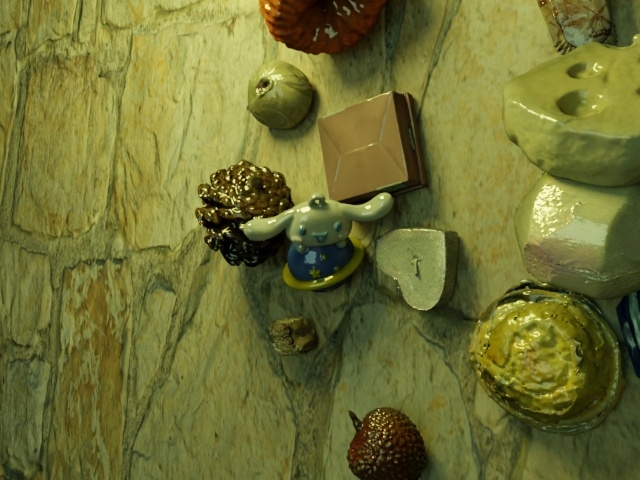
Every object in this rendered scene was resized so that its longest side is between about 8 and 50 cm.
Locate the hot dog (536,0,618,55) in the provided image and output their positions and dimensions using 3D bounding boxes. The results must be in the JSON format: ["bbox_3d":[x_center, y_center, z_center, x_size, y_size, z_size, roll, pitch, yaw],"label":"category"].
[{"bbox_3d":[0.460,-0.444,1.085,0.131,0.069,0.253,-15,83,25],"label":"hot dog"}]

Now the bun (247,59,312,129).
[{"bbox_3d":[-0.109,-0.355,1.449,0.173,0.113,0.167,-19,78,36],"label":"bun"}]

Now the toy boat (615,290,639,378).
[{"bbox_3d":[0.619,0.120,0.961,0.291,0.070,0.210,-45,70,21],"label":"toy boat"}]

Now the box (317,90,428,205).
[{"bbox_3d":[0.108,-0.193,1.310,0.215,0.086,0.215,-13,81,35],"label":"box"}]

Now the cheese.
[{"bbox_3d":[0.456,-0.218,0.953,0.326,0.318,0.115,8,138,28],"label":"cheese"}]

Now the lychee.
[{"bbox_3d":[0.125,0.423,1.234,0.197,0.165,0.165,33,109,4],"label":"lychee"}]

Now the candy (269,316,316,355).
[{"bbox_3d":[-0.068,0.227,1.426,0.110,0.085,0.095,-21,83,43],"label":"candy"}]

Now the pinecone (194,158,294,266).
[{"bbox_3d":[-0.176,-0.051,1.417,0.243,0.243,0.257,18,116,34],"label":"pinecone"}]

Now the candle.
[{"bbox_3d":[0.212,0.038,1.242,0.168,0.068,0.192,-48,66,28],"label":"candle"}]

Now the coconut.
[{"bbox_3d":[0.432,-0.020,0.994,0.230,0.227,0.227,16,98,31],"label":"coconut"}]

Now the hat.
[{"bbox_3d":[-0.003,-0.617,1.354,0.285,0.285,0.400,-35,43,29],"label":"hat"}]

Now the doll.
[{"bbox_3d":[0.026,-0.013,1.315,0.311,0.160,0.243,-21,113,11],"label":"doll"}]

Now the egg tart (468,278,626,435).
[{"bbox_3d":[0.401,0.210,1.083,0.290,0.107,0.291,-1,89,34],"label":"egg tart"}]
